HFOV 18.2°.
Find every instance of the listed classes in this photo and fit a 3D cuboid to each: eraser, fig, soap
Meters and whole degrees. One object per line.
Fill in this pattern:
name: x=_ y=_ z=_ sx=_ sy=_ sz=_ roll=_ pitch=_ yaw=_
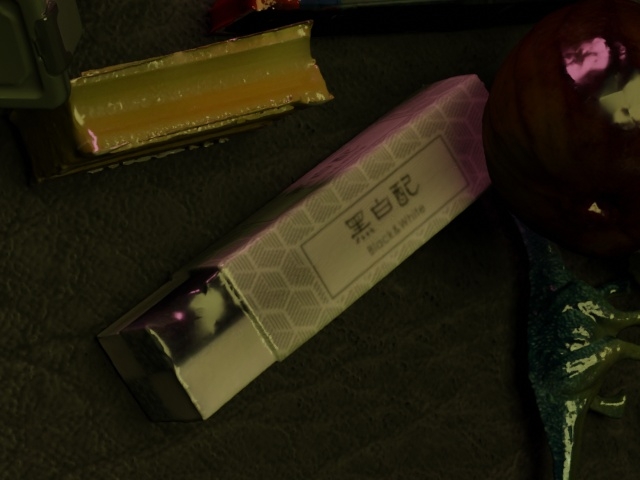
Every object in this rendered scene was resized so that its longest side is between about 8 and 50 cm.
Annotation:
eraser: x=0.000 y=0.000 z=1.665 sx=0.404 sy=0.096 sz=0.098 roll=-39 pitch=104 yaw=-32
fig: x=0.234 y=-0.148 z=1.701 sx=0.217 sy=0.217 sz=0.321 roll=24 pitch=44 yaw=-26
soap: x=-0.119 y=-0.111 z=1.589 sx=0.233 sy=0.135 sz=0.076 roll=-15 pitch=89 yaw=-32

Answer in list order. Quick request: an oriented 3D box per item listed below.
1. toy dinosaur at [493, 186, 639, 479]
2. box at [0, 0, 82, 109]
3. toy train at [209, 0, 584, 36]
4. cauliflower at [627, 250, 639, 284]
toy dinosaur: x=0.229 y=0.100 z=1.805 sx=0.147 sy=0.076 sz=0.363 roll=3 pitch=73 yaw=-22
box: x=-0.258 y=-0.169 z=1.463 sx=0.093 sy=0.172 sz=0.124 roll=-70 pitch=158 yaw=-45
toy train: x=0.086 y=-0.235 z=1.770 sx=0.409 sy=0.086 sz=0.089 roll=-7 pitch=84 yaw=-32
cauliflower: x=0.358 y=-0.071 z=1.867 sx=0.256 sy=0.239 sz=0.315 roll=44 pitch=23 yaw=-35
